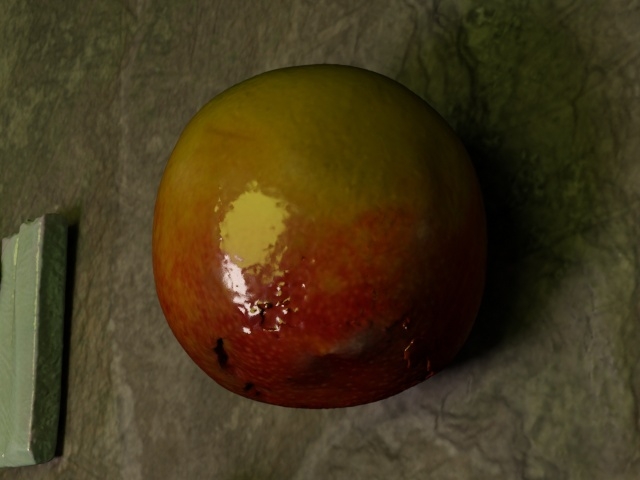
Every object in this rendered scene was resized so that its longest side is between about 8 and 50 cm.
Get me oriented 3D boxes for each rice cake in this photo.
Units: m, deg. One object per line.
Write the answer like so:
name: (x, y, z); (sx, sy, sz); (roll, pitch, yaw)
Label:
rice cake: (-0.258, 0.089, 1.474); (0.080, 0.042, 0.222); (-15, 68, 47)

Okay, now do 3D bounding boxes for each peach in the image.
peach: (0.000, 0.000, 1.117); (0.231, 0.231, 0.231); (-16, 67, 42)
